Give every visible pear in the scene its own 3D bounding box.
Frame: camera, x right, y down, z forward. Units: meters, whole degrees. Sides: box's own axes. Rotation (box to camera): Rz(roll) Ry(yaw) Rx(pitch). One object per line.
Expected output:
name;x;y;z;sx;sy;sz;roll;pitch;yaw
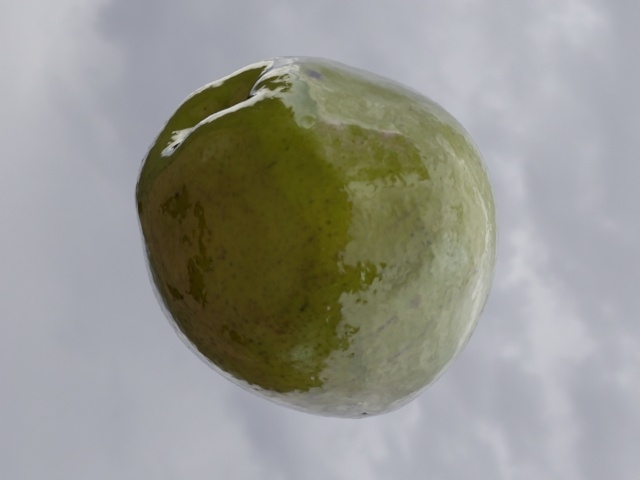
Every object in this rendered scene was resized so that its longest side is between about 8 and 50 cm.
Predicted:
pear;0.000;0.000;1.057;0.294;0.294;0.294;21;-66;59
